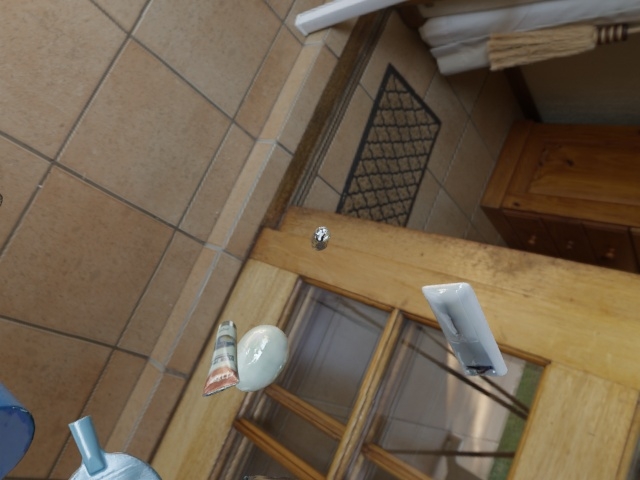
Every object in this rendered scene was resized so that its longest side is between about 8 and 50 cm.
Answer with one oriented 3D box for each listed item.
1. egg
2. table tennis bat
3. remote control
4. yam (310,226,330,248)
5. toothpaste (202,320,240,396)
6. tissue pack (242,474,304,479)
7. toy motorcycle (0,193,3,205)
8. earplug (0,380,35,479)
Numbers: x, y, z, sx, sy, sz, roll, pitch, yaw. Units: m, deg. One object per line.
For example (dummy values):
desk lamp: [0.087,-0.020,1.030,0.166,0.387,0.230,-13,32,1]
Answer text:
egg: [-0.178,0.342,1.390,0.151,0.151,0.209,31,94,-46]
table tennis bat: [-0.433,0.519,0.979,0.215,0.044,0.329,-23,80,-15]
remote control: [0.335,0.220,1.118,0.313,0.109,0.055,59,39,-27]
yam: [0.000,0.000,1.196,0.045,0.327,0.045,44,86,1]
toothpaste: [-0.172,0.207,0.865,0.062,0.239,0.039,-19,106,-3]
tissue pack: [-0.026,0.688,1.080,0.253,0.416,0.264,19,62,-26]
toy motorcycle: [-0.590,-0.054,0.705,0.171,0.110,0.260,-54,171,-28]
earplug: [-0.453,0.155,0.537,0.132,0.273,0.132,-41,149,-31]
